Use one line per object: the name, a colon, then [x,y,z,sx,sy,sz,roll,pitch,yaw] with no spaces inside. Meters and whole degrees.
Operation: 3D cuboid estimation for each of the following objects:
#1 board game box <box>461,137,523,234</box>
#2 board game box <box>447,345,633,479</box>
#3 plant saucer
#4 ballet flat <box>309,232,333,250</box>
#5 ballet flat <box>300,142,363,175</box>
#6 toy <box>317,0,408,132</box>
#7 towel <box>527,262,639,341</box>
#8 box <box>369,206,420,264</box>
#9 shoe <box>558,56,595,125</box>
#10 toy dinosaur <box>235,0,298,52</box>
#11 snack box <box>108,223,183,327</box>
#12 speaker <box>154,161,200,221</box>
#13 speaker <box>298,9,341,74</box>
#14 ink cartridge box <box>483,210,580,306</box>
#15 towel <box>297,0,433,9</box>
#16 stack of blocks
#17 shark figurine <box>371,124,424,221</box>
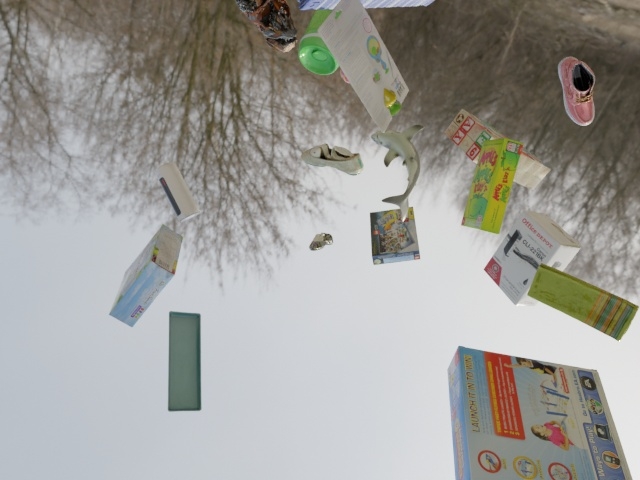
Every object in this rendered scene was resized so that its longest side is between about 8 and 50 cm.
board game box: [0.341,-0.109,1.104,0.043,0.182,0.092,13,-176,-11]
board game box: [0.412,0.374,1.068,0.301,0.086,0.308,10,-139,1]
plant saucer: [-0.266,0.234,1.071,0.067,0.018,0.192,10,-118,-33]
ballet flat: [0.000,0.000,1.439,0.041,0.041,0.114,29,-161,17]
ballet flat: [0.024,-0.186,1.198,0.168,0.052,0.057,19,-132,33]
toy: [0.076,-0.337,1.064,0.056,0.137,0.237,-4,136,47]
towel: [0.630,0.148,1.340,0.237,0.102,0.021,28,-149,29]
box: [0.255,-0.019,1.915,0.159,0.044,0.233,-8,-139,10]
shoe: [0.622,-0.351,1.321,0.063,0.178,0.081,-22,-159,14]
toy dinosaur: [-0.148,-0.517,1.043,0.322,0.164,0.218,37,164,-5]
snack box: [-0.410,0.078,1.315,0.070,0.174,0.207,36,-164,-23]
speaker: [-0.337,-0.116,1.298,0.055,0.055,0.136,-28,-88,-58]
speaker: [0.040,-0.593,1.479,0.131,0.131,0.297,20,-112,0]
ink cartridge box: [0.723,0.062,1.904,0.114,0.273,0.197,7,-146,-32]
towel: [0.138,-0.525,1.106,0.335,0.040,0.243,-12,-174,-22]
stack of blocks: [0.541,-0.273,1.681,0.297,0.087,0.171,17,-150,-34]
shark figurine: [0.252,-0.208,1.565,0.116,0.166,0.279,30,-135,-53]
